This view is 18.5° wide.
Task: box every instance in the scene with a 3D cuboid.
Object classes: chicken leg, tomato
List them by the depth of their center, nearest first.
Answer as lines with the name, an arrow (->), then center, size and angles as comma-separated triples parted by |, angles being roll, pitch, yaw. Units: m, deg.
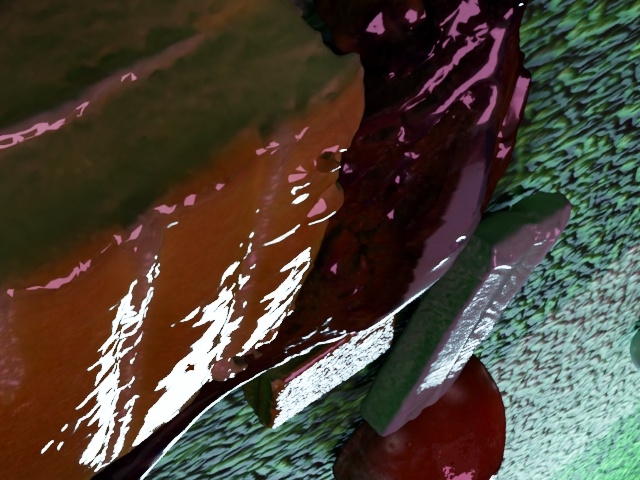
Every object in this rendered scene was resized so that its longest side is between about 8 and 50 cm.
chicken leg -> 0.000, 0.000, 0.918 | 0.158, 0.096, 0.407 | -15, 153, -44
tomato -> 0.086, 0.164, 1.492 | 0.139, 0.091, 0.159 | -29, 162, -27

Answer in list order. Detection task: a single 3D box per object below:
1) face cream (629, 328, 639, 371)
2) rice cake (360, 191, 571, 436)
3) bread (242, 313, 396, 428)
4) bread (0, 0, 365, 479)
face cream -> 0.412, 0.042, 1.811 | 0.144, 0.071, 0.291 | -10, 157, -37
rice cake -> 0.092, 0.049, 1.302 | 0.080, 0.042, 0.221 | -32, 160, -37
bread -> 0.000, 0.063, 1.159 | 0.094, 0.035, 0.090 | -34, 162, -17
bread -> -0.112, 0.022, 0.707 | 0.239, 0.111, 0.246 | -31, 161, -24
